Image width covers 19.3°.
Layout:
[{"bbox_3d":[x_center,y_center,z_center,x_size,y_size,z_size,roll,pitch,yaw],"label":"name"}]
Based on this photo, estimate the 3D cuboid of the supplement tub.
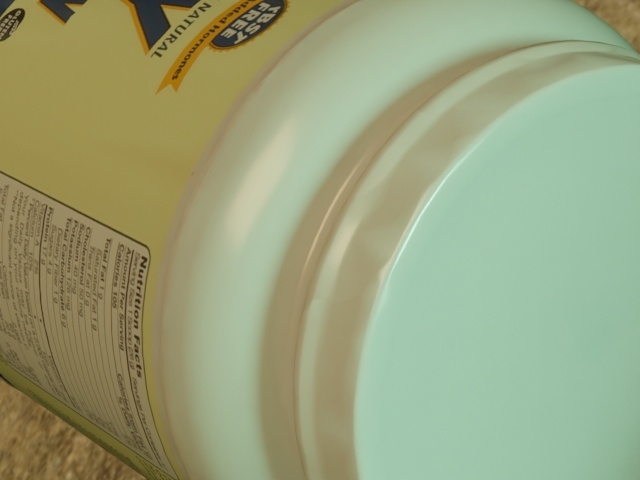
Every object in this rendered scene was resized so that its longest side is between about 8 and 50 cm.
[{"bbox_3d":[0.000,0.000,0.752,0.325,0.235,0.235,23,82,52],"label":"supplement tub"}]
